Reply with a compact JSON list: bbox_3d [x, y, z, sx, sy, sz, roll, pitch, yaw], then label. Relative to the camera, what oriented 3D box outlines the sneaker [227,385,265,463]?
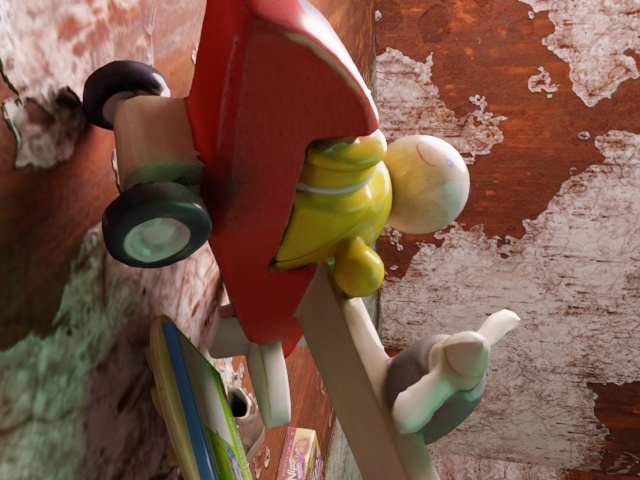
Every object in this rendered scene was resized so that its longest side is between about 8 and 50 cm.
[{"bbox_3d":[-0.110,0.225,0.598,0.188,0.066,0.071,-64,138,-74],"label":"sneaker"}]

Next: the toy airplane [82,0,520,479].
[{"bbox_3d":[0.000,0.000,0.498,0.384,0.273,0.385,-144,-145,-78],"label":"toy airplane"}]

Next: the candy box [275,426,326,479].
[{"bbox_3d":[-0.032,0.423,0.998,0.109,0.053,0.186,-74,161,-43],"label":"candy box"}]

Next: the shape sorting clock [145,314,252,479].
[{"bbox_3d":[-0.102,0.160,0.477,0.206,0.040,0.206,157,-90,-86],"label":"shape sorting clock"}]
